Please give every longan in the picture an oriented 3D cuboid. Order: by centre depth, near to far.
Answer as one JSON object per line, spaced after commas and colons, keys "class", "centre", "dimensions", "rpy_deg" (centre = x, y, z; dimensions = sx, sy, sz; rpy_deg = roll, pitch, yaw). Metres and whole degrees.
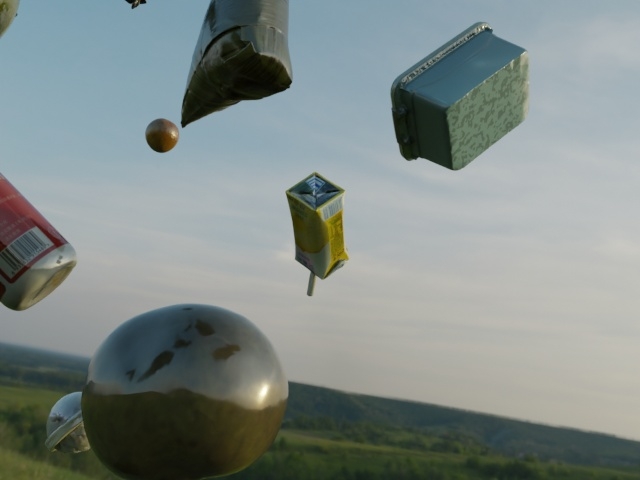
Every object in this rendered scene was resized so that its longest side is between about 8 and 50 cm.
{"class": "longan", "centre": [-0.237, 0.274, 1.287], "dimensions": [0.361, 0.360, 0.361], "rpy_deg": [9, -12, 2]}

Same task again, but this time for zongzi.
{"class": "zongzi", "centre": [-0.172, -0.363, 1.309], "dimensions": [0.139, 0.286, 0.300], "rpy_deg": [14, -25, -36]}

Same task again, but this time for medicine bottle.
{"class": "medicine bottle", "centre": [-0.490, -0.021, 1.077], "dimensions": [0.250, 0.131, 0.131], "rpy_deg": [46, -15, 0]}

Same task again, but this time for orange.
{"class": "orange", "centre": [-0.373, -0.246, 1.705], "dimensions": [0.085, 0.084, 0.085], "rpy_deg": [9, -12, 2]}

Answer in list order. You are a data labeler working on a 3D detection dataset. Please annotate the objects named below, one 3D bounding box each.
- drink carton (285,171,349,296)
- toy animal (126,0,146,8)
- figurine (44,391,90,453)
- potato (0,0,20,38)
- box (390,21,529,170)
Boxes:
{"class": "drink carton", "centre": [0.000, 0.000, 1.076], "dimensions": [0.084, 0.074, 0.200], "rpy_deg": [33, -32, 31]}
{"class": "toy animal", "centre": [-0.402, -0.536, 1.373], "dimensions": [0.217, 0.176, 0.073], "rpy_deg": [-12, 43, -46]}
{"class": "figurine", "centre": [-0.482, 0.384, 1.504], "dimensions": [0.141, 0.163, 0.236], "rpy_deg": [50, -6, 14]}
{"class": "potato", "centre": [-0.529, -0.374, 1.059], "dimensions": [0.149, 0.186, 0.253], "rpy_deg": [36, -49, -2]}
{"class": "box", "centre": [0.224, -0.224, 1.147], "dimensions": [0.130, 0.227, 0.162], "rpy_deg": [34, -27, 39]}
